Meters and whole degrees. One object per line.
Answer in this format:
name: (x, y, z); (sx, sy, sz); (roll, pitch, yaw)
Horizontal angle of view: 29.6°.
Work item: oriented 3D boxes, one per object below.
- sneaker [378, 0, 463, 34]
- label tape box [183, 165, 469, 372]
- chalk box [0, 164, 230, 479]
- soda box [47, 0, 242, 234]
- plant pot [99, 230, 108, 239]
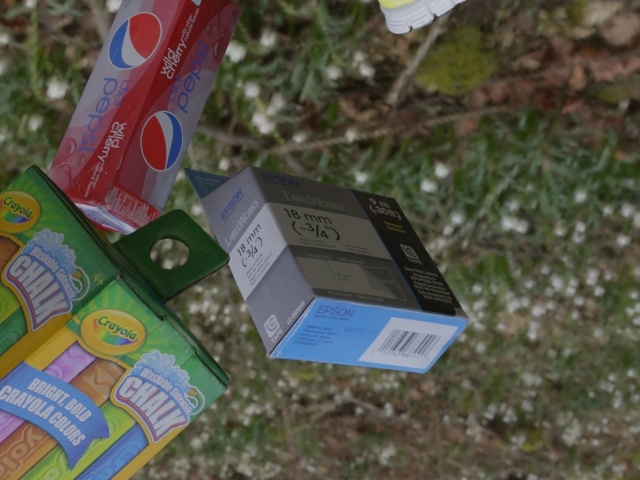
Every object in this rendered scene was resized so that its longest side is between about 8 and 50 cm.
sneaker: (0.124, -0.256, 1.006); (0.094, 0.208, 0.081); (55, -156, -18)
label tape box: (0.000, 0.000, 1.488); (0.241, 0.106, 0.333); (10, -143, -38)
chalk box: (-0.208, 0.079, 0.967); (0.180, 0.289, 0.179); (41, 171, 43)
soda box: (-0.177, -0.139, 1.204); (0.092, 0.263, 0.083); (10, 163, 34)
plant pot: (-0.365, 0.035, 1.361); (0.188, 0.205, 0.205); (9, -166, -32)
